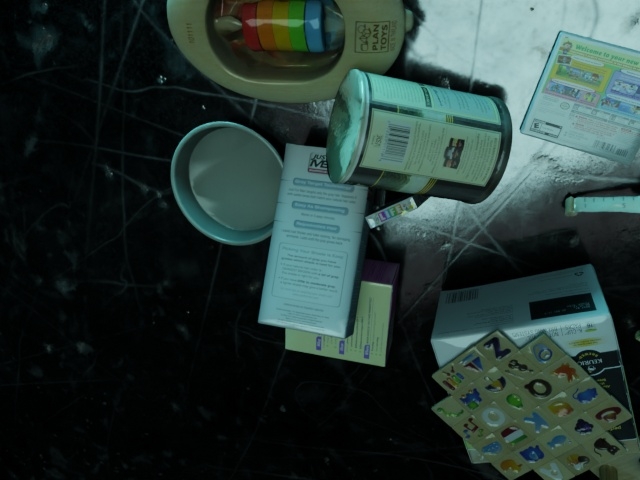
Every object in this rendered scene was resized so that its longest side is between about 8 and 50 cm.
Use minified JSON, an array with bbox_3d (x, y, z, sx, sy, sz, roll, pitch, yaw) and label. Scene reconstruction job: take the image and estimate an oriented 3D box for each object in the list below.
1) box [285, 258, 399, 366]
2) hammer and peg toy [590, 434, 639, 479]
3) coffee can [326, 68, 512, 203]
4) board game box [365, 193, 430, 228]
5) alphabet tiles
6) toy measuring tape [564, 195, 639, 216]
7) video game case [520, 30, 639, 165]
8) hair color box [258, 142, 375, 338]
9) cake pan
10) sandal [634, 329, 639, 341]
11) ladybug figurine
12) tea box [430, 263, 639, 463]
[{"bbox_3d":[0.049,0.154,1.293,0.243,0.117,0.213,7,114,13],"label":"box"},{"bbox_3d":[0.791,0.480,1.174,0.266,0.127,0.361,39,129,-2],"label":"hammer and peg toy"},{"bbox_3d":[0.169,-0.183,1.006,0.276,0.201,0.201,7,117,-15],"label":"coffee can"},{"bbox_3d":[0.163,-0.070,1.139,0.104,0.154,0.026,-25,93,24],"label":"board game box"},{"bbox_3d":[0.398,0.331,1.075,0.342,0.011,0.285,43,118,-4],"label":"alphabet tiles"},{"bbox_3d":[0.644,-0.048,1.045,0.330,0.121,0.121,-1,113,35],"label":"toy measuring tape"},{"bbox_3d":[0.509,-0.260,1.026,0.213,0.023,0.193,19,117,9],"label":"video game case"},{"bbox_3d":[0.000,0.000,1.158,0.186,0.113,0.374,8,88,13],"label":"hair color box"},{"bbox_3d":[-0.201,-0.132,1.280,0.293,0.054,0.293,6,114,14],"label":"cake pan"},{"bbox_3d":[0.688,0.212,1.140,0.079,0.088,0.239,-2,117,11],"label":"sandal"},{"bbox_3d":[-0.053,-0.415,1.030,0.450,0.161,0.305,8,133,8],"label":"ladybug figurine"},{"bbox_3d":[0.442,0.262,1.162,0.329,0.220,0.323,-12,108,22],"label":"tea box"}]
